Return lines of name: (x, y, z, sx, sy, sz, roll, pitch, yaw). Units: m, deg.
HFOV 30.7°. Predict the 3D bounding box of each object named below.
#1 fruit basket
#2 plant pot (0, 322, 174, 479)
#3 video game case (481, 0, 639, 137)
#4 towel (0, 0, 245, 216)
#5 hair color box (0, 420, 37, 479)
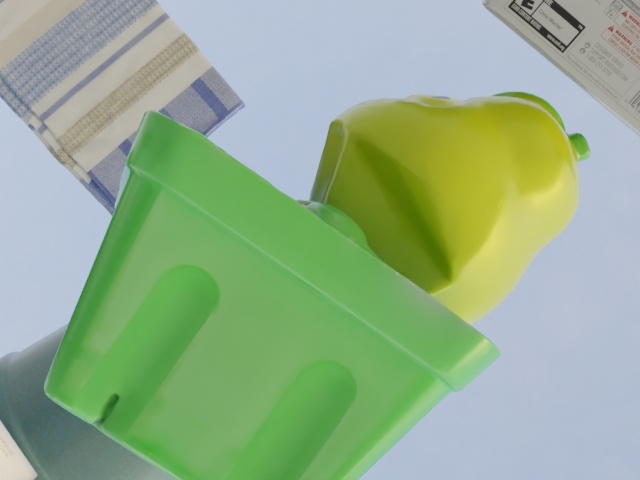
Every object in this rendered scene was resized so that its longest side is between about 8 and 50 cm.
fruit basket: (0.000, 0.000, 0.808, 0.283, 0.392, 0.392, 35, -104, -8)
plant pot: (-0.250, 0.220, 1.514, 0.334, 0.341, 0.341, -37, -123, 5)
video game case: (0.257, -0.180, 0.836, 0.193, 0.212, 0.023, -49, -164, 17)
towel: (-0.249, -0.191, 1.290, 0.209, 0.034, 0.285, -44, -83, -15)
hair color box: (-0.473, 0.267, 1.083, 0.113, 0.185, 0.374, 9, -137, 48)
